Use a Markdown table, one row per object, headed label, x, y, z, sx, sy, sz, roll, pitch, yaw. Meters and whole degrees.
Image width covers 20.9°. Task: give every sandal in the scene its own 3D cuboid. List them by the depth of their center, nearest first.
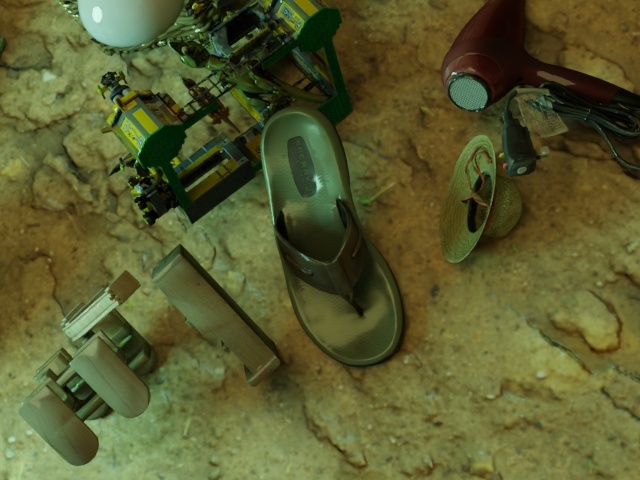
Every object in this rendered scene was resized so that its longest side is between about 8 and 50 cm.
| label | x | y | z | sx | sy | sz | roll | pitch | yaw |
| --- | --- | --- | --- | --- | --- | --- | --- | --- | --- |
| sandal | -0.002 | -0.001 | 1.919 | 0.120 | 0.086 | 0.303 | -21 | 88 | 11 |

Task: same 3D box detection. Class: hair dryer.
| label | x | y | z | sx | sy | sz | roll | pitch | yaw |
| --- | --- | --- | --- | --- | --- | --- | --- | --- | --- |
| hair dryer | 0.242 | -0.172 | 1.928 | 0.223 | 0.080 | 0.293 | -4 | 52 | -26 |

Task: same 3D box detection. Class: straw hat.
| label | x | y | z | sx | sy | sz | roll | pitch | yaw |
| --- | --- | --- | --- | --- | --- | --- | --- | --- | --- |
| straw hat | 0.188 | -0.039 | 1.907 | 0.061 | 0.144 | 0.144 | 13 | 69 | -19 |

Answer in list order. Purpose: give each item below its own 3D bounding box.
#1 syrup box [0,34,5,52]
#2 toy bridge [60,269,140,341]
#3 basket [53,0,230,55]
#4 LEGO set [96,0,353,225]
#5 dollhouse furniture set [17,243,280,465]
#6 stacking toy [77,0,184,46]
| label | x | y | z | sx | sy | sz | roll | pitch | yaw |
| --- | --- | --- | --- | --- | --- | --- | --- | --- | --- |
| syrup box | -0.506 | -0.182 | 2.218 | 0.093 | 0.096 | 0.237 | 15 | 76 | 28 |
| toy bridge | -0.251 | 0.081 | 1.889 | 0.026 | 0.188 | 0.063 | 46 | 63 | -7 |
| basket | -0.220 | -0.411 | 2.128 | 0.213 | 0.223 | 0.299 | -9 | 66 | 18 |
| LEGO set | -0.128 | -0.191 | 1.992 | 0.331 | 0.255 | 0.192 | -41 | 61 | -2 |
| dollhouse furniture set | -0.188 | 0.148 | 1.912 | 0.242 | 0.212 | 0.161 | -43 | 98 | 2 |
| stacking toy | -0.123 | -0.419 | 1.980 | 0.350 | 0.350 | 0.480 | 29 | 75 | 28 |
